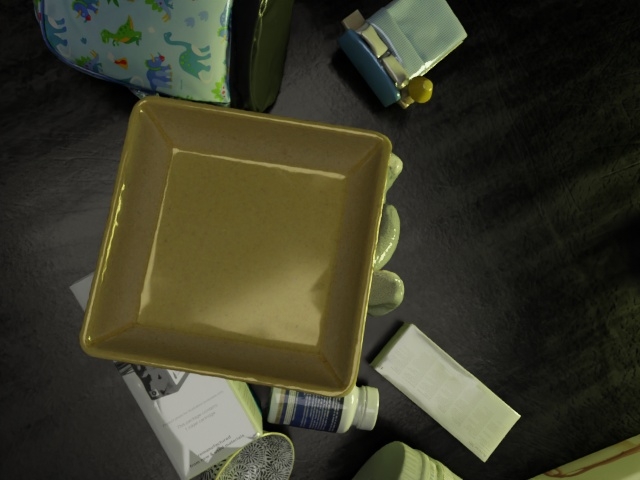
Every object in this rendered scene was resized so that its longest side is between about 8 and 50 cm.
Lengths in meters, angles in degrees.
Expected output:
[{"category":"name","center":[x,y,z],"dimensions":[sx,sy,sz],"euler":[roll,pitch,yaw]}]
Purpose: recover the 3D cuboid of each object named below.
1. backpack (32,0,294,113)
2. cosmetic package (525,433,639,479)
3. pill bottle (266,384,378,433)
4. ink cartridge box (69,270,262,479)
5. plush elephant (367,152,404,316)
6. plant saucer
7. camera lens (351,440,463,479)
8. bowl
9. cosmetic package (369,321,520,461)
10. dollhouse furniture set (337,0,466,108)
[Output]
[{"category":"backpack","center":[-0.241,-0.350,0.987],"dimensions":[0.356,0.273,0.290],"euler":[22,125,9]},{"category":"cosmetic package","center":[0.510,0.432,1.082],"dimensions":[0.296,0.129,0.153],"euler":[-18,90,-7]},{"category":"pill bottle","center":[0.004,0.259,1.057],"dimensions":[0.169,0.094,0.094],"euler":[10,86,-5]},{"category":"ink cartridge box","center":[-0.215,0.165,0.975],"dimensions":[0.129,0.223,0.307],"euler":[-30,90,-5]},{"category":"plush elephant","center":[0.000,0.000,0.987],"dimensions":[0.272,0.255,0.330],"euler":[5,87,-5]},{"category":"plant saucer","center":[-0.098,0.007,0.833],"dimensions":[0.333,0.081,0.332],"euler":[9,79,1]},{"category":"camera lens","center":[0.173,0.471,1.000],"dimensions":[0.274,0.219,0.219],"euler":[39,84,-3]},{"category":"bowl","center":[-0.130,0.359,1.033],"dimensions":[0.080,0.170,0.170],"euler":[27,83,40]},{"category":"cosmetic package","center":[0.205,0.250,1.094],"dimensions":[0.239,0.060,0.099],"euler":[41,82,-2]},{"category":"dollhouse furniture set","center":[0.171,-0.411,1.033],"dimensions":[0.286,0.198,0.303],"euler":[-40,101,-20]}]
